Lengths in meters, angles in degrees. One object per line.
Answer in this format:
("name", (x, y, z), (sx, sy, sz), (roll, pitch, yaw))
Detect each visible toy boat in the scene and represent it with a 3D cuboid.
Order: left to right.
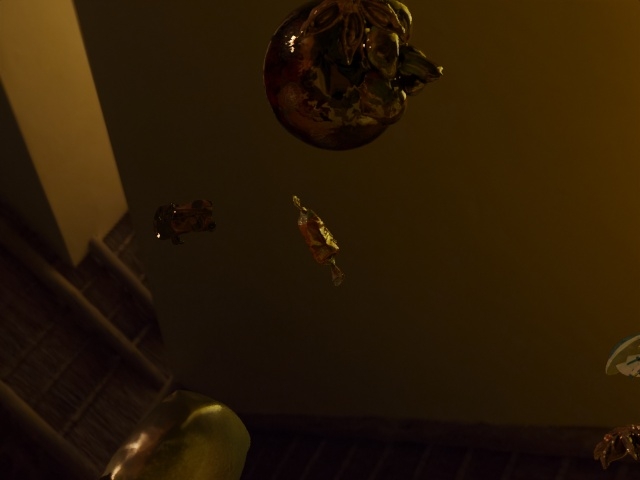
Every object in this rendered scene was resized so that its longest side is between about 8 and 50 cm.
("toy boat", (0.518, 0.204, 1.273), (0.034, 0.105, 0.149), (48, -149, -12))

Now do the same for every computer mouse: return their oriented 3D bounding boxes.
("computer mouse", (-0.173, 0.295, 0.897), (0.114, 0.374, 0.203), (38, -120, 8))

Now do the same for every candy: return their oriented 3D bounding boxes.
("candy", (0.000, 0.000, 1.343), (0.046, 0.182, 0.053), (-23, -163, 13))

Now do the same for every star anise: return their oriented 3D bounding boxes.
("star anise", (0.059, -0.368, 1.163), (0.171, 0.208, 0.063), (8, -156, -15))
("star anise", (0.508, 0.328, 1.275), (0.141, 0.141, 0.042), (-21, -100, -16))

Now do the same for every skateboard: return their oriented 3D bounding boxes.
("skateboard", (-0.219, -0.035, 1.190), (0.080, 0.151, 0.067), (3, -99, -36))

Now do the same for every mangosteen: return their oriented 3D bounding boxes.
("mangosteen", (0.043, -0.313, 1.462), (0.311, 0.311, 0.311), (1, -126, -1))
